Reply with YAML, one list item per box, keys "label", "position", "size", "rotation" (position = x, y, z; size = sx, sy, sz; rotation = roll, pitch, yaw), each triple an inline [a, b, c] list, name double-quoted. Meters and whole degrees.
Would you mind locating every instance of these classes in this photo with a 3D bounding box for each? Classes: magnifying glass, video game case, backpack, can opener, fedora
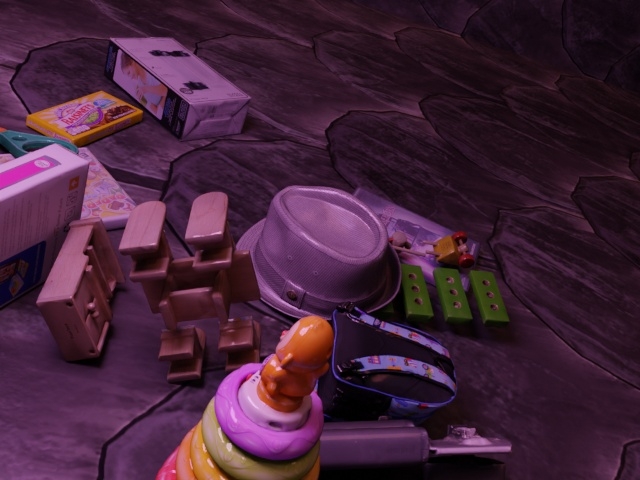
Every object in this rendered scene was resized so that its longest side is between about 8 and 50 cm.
- label: "magnifying glass"
  position: [-0.500, -0.165, 1.171]
  size: [0.231, 0.026, 0.092]
  rotation: [18, 25, 17]
- label: "video game case"
  position: [-0.425, -0.076, 1.117]
  size: [0.227, 0.026, 0.206]
  rotation: [-12, 45, -43]
- label: "backpack"
  position: [0.086, 0.179, 0.950]
  size: [0.173, 0.117, 0.158]
  rotation: [16, 32, -9]
- label: "can opener"
  position: [0.097, 0.267, 0.857]
  size: [0.283, 0.095, 0.076]
  rotation: [2, -3, -15]
- label: "video game case"
  position: [0.165, -0.002, 1.364]
  size: [0.274, 0.026, 0.196]
  rotation: [26, 32, 6]
- label: "fedora"
  position: [0.000, 0.000, 1.112]
  size: [0.275, 0.124, 0.244]
  rotation: [36, 51, 25]

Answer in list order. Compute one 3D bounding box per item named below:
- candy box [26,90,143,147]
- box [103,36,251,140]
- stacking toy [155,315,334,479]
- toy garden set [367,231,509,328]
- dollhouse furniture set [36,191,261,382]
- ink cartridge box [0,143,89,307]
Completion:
- label: "candy box"
  position: [-0.436, -0.229, 1.342]
  size: [0.105, 0.027, 0.206]
  rotation: [25, 31, 12]
- label: "box"
  position: [-0.305, -0.327, 1.512]
  size: [0.290, 0.087, 0.169]
  rotation: [40, 36, 27]
- label: "stacking toy"
  position: [-0.055, 0.185, 0.679]
  size: [0.166, 0.302, 0.175]
  rotation: [34, 34, 18]
- label: "toy garden set"
  position: [0.176, 0.064, 1.221]
  size: [0.244, 0.049, 0.203]
  rotation: [6, 45, -14]
- label: "dollhouse furniture set"
  position: [-0.200, 0.046, 0.900]
  size: [0.242, 0.212, 0.161]
  rotation: [-8, 35, 4]
- label: "ink cartridge box"
  position: [-0.419, 0.024, 0.824]
  size: [0.069, 0.175, 0.371]
  rotation: [27, 32, 10]
